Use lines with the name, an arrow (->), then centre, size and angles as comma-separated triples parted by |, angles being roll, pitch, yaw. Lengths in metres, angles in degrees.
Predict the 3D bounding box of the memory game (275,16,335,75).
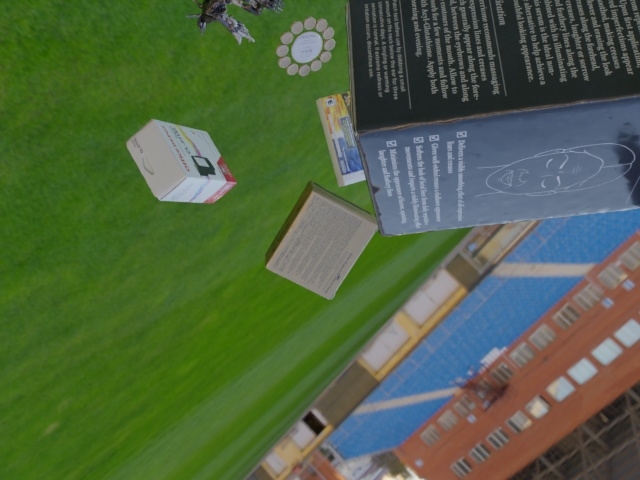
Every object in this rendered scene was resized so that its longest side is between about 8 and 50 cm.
memory game -> -0.041, -0.549, 1.858 | 0.186, 0.012, 0.186 | -19, 142, -16

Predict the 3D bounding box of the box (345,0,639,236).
box -> 0.251, -0.174, 0.873 | 0.395, 0.212, 0.293 | -5, 156, 9

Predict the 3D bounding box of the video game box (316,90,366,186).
video game box -> 0.106, -0.244, 1.492 | 0.187, 0.205, 0.048 | -18, -172, -18

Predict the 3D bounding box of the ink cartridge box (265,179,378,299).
ink cartridge box -> 0.000, 0.000, 1.617 | 0.235, 0.193, 0.088 | -57, -163, 16

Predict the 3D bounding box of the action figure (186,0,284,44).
action figure -> -0.188, -0.548, 1.537 | 0.141, 0.275, 0.164 | 33, 67, -45

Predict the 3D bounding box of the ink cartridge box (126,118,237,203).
ink cartridge box -> -0.247, -0.139, 1.187 | 0.072, 0.127, 0.175 | -35, 169, 19
